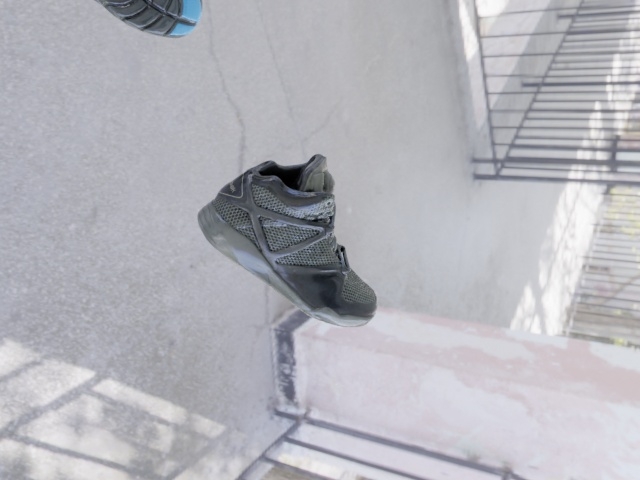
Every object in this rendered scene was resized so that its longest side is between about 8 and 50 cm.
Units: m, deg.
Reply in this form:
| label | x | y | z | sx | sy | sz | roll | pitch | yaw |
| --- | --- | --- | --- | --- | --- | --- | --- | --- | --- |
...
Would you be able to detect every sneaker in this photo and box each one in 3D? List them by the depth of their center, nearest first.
| label | x | y | z | sx | sy | sz | roll | pitch | yaw |
| --- | --- | --- | --- | --- | --- | --- | --- | --- | --- |
| sneaker | 0.000 | 0.000 | 0.701 | 0.227 | 0.130 | 0.087 | 38 | 20 | -23 |
| sneaker | -0.315 | -0.406 | 0.939 | 0.341 | 0.139 | 0.125 | 32 | 97 | -17 |
